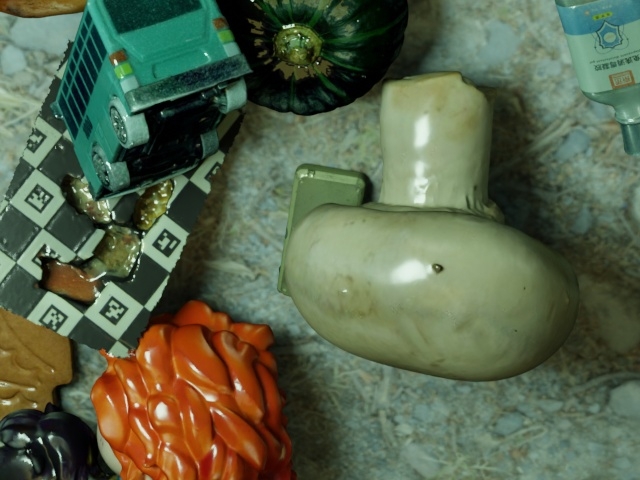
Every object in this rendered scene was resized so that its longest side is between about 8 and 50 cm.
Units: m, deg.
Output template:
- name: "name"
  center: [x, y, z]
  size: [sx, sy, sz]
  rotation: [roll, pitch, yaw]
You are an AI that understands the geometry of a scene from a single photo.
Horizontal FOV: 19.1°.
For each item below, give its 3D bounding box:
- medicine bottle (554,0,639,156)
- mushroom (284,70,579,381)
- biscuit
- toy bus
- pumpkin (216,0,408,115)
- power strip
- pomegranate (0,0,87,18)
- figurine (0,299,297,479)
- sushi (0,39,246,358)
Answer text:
- name: "medicine bottle"
  center: [0.287, -0.178, 1.820]
  size: [0.090, 0.054, 0.208]
  rotation: [-14, 119, 14]
- name: "mushroom"
  center: [0.122, -0.013, 1.848]
  size: [0.292, 0.292, 0.290]
  rotation: [11, 88, -1]
- name: "biscuit"
  center: [-0.385, 0.144, 2.087]
  size: [0.284, 0.043, 0.306]
  rotation: [40, 117, -18]
- name: "toy bus"
  center: [-0.164, -0.143, 1.771]
  size: [0.128, 0.256, 0.147]
  rotation: [-20, 79, -20]
- name: "pumpkin"
  center: [-0.018, -0.209, 1.782]
  size: [0.202, 0.140, 0.202]
  rotation: [4, 123, 6]
- name: "power strip"
  center: [0.000, 0.000, 1.972]
  size: [0.076, 0.028, 0.169]
  rotation: [10, 120, -1]
- name: "pomegranate"
  center: [-0.258, -0.304, 1.715]
  size: [0.209, 0.209, 0.209]
  rotation: [2, 121, 4]
- name: "figurine"
  center: [-0.194, 0.249, 2.036]
  size: [0.412, 0.241, 0.306]
  rotation: [-30, 95, 30]
- name: "sushi"
  center: [-0.217, -0.036, 1.909]
  size: [0.192, 0.043, 0.279]
  rotation: [23, 85, -7]
